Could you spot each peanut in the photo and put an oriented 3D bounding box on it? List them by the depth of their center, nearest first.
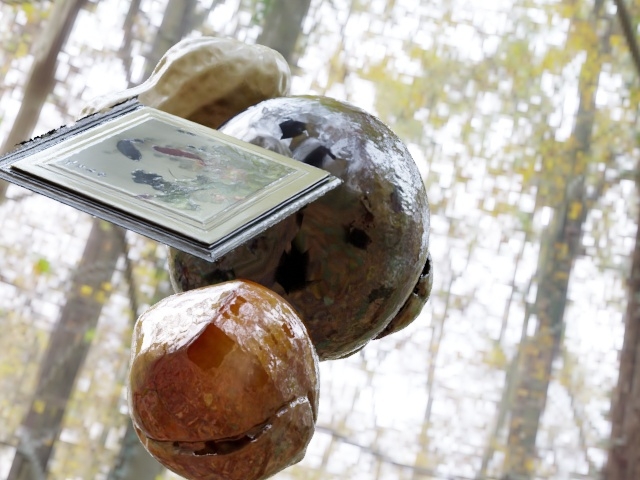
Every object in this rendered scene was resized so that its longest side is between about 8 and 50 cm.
[{"bbox_3d":[-0.168,-0.162,1.775,0.125,0.274,0.111,65,-5,-15],"label":"peanut"}]

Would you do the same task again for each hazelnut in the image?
[{"bbox_3d":[-0.088,0.129,1.303,0.182,0.182,0.182,11,-29,6],"label":"hazelnut"}]

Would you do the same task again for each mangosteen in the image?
[{"bbox_3d":[-0.008,-0.009,1.611,0.300,0.300,0.300,11,-29,6],"label":"mangosteen"}]

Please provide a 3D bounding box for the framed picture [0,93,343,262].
[{"bbox_3d":[-0.108,-0.050,1.078,0.195,0.199,0.010,21,-63,22],"label":"framed picture"}]
